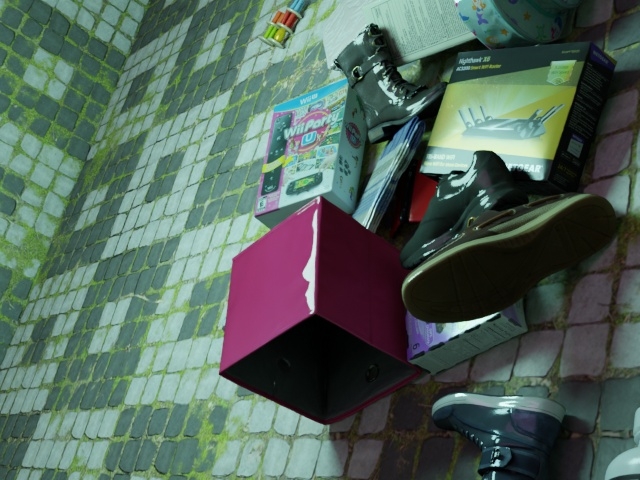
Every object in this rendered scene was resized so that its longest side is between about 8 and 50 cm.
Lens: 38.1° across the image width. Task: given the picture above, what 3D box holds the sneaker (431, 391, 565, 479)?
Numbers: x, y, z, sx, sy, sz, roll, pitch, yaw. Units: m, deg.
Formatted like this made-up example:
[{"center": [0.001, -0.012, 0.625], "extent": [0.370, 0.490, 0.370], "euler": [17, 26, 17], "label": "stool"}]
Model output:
[{"center": [0.233, 0.307, 1.334], "extent": [0.226, 0.086, 0.163], "euler": [-11, 52, 49], "label": "sneaker"}]

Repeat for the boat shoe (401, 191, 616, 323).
[{"center": [0.274, 0.015, 1.417], "extent": [0.342, 0.123, 0.123], "euler": [-28, 23, -2], "label": "boat shoe"}]

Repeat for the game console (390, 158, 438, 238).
[{"center": [0.196, -0.079, 1.784], "extent": [0.124, 0.085, 0.144], "euler": [113, 171, -61], "label": "game console"}]

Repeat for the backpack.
[{"center": [0.364, -0.470, 1.676], "extent": [0.191, 0.225, 0.253], "euler": [-5, 54, 56], "label": "backpack"}]

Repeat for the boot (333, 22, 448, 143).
[{"center": [0.141, -0.339, 1.896], "extent": [0.263, 0.091, 0.229], "euler": [-25, 83, 45], "label": "boot"}]

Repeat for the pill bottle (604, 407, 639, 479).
[{"center": [0.391, 0.346, 0.989], "extent": [0.181, 0.181, 0.323], "euler": [-18, 50, 47], "label": "pill bottle"}]

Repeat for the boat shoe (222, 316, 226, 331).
[{"center": [-0.141, 0.141, 2.002], "extent": [0.226, 0.083, 0.076], "euler": [-24, 47, 45], "label": "boat shoe"}]

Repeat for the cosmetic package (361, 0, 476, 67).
[{"center": [0.241, -0.461, 1.881], "extent": [0.129, 0.153, 0.296], "euler": [-26, 12, -38], "label": "cosmetic package"}]

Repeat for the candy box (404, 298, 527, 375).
[{"center": [0.233, 0.105, 1.520], "extent": [0.196, 0.070, 0.165], "euler": [-33, 40, 35], "label": "candy box"}]

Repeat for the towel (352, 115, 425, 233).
[{"center": [0.117, -0.097, 1.835], "extent": [0.285, 0.034, 0.209], "euler": [-65, 7, -12], "label": "towel"}]

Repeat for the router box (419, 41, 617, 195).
[{"center": [0.332, -0.208, 1.601], "extent": [0.309, 0.081, 0.243], "euler": [9, 78, 54], "label": "router box"}]

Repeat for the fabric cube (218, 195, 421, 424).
[{"center": [0.003, 0.131, 1.646], "extent": [0.254, 0.259, 0.258], "euler": [-36, 36, 34], "label": "fabric cube"}]

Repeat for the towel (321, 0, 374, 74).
[{"center": [0.129, -0.574, 2.221], "extent": [0.332, 0.053, 0.317], "euler": [-45, 25, 22], "label": "towel"}]

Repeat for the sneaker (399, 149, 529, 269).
[{"center": [0.229, -0.045, 1.567], "extent": [0.286, 0.109, 0.130], "euler": [-42, 57, 41], "label": "sneaker"}]

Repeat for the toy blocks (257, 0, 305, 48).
[{"center": [-0.106, -0.623, 2.629], "extent": [0.148, 0.054, 0.123], "euler": [-59, 32, 0], "label": "toy blocks"}]

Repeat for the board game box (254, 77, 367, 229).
[{"center": [-0.017, -0.184, 2.040], "extent": [0.224, 0.097, 0.303], "euler": [-16, 51, 35], "label": "board game box"}]
